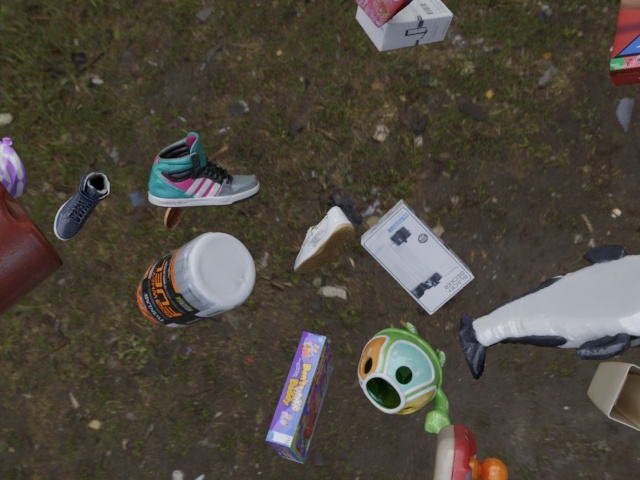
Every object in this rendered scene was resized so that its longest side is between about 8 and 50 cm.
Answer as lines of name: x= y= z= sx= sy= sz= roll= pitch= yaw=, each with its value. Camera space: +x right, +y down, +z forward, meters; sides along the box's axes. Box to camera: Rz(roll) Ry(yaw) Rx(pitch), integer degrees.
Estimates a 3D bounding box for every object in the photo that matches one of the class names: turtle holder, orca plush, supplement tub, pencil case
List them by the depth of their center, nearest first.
orca plush: x=0.308 y=0.107 z=0.650 sx=0.287 sy=0.102 sz=0.151 roll=-34 pitch=27 yaw=27
pencil case: x=-0.496 y=-0.081 z=0.735 sx=0.086 sy=0.206 sz=0.088 roll=16 pitch=114 yaw=27
supplement tub: x=-0.347 y=0.117 z=1.510 sx=0.338 sy=0.207 sz=0.207 roll=-25 pitch=66 yaw=44
turtle holder: x=0.249 y=0.440 z=1.728 sx=0.243 sy=0.227 sz=0.320 roll=-16 pitch=101 yaw=33

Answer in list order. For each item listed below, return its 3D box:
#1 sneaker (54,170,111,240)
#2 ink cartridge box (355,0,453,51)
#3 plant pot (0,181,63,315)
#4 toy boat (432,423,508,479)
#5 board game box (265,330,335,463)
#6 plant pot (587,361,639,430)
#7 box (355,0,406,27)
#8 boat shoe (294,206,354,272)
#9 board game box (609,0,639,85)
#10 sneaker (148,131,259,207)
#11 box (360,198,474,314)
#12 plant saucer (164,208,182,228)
sneaker: x=-0.702 y=-0.107 z=1.654 sx=0.086 sy=0.163 sz=0.226 roll=34 pitch=70 yaw=-25
ink cartridge box: x=0.216 y=-0.586 z=1.463 sx=0.203 sy=0.086 sz=0.148 roll=-16 pitch=61 yaw=-21
plant pot: x=-0.373 y=0.016 z=0.424 sx=0.265 sy=0.272 sz=0.272 roll=-40 pitch=70 yaw=-21
toy boat: x=0.319 y=0.483 z=1.188 sx=0.151 sy=0.231 sz=0.150 roll=7 pitch=88 yaw=13
board game box: x=-0.053 y=0.495 z=1.760 sx=0.078 sy=0.233 sz=0.347 roll=11 pitch=60 yaw=16
plant pot: x=0.591 y=0.295 z=1.090 sx=0.109 sy=0.096 sz=0.109 roll=24 pitch=89 yaw=-11
box: x=0.184 y=-0.598 z=1.211 sx=0.122 sy=0.257 sz=0.128 roll=49 pitch=66 yaw=-7
boat shoe: x=0.000 y=0.000 z=1.650 sx=0.277 sy=0.098 sz=0.096 roll=-46 pitch=55 yaw=42
board game box: x=0.361 y=-0.188 z=0.378 sx=0.281 sy=0.027 sz=0.145 roll=4 pitch=72 yaw=39
sneaker: x=-0.302 y=-0.192 z=1.467 sx=0.296 sy=0.178 sz=0.124 roll=-7 pitch=34 yaw=-22
box: x=0.271 y=0.046 z=1.575 sx=0.169 sy=0.087 sz=0.290 roll=-42 pitch=97 yaw=11
plant saucer: x=-0.419 y=-0.074 z=1.586 sx=0.013 sy=0.083 sz=0.083 roll=24 pitch=80 yaw=9
